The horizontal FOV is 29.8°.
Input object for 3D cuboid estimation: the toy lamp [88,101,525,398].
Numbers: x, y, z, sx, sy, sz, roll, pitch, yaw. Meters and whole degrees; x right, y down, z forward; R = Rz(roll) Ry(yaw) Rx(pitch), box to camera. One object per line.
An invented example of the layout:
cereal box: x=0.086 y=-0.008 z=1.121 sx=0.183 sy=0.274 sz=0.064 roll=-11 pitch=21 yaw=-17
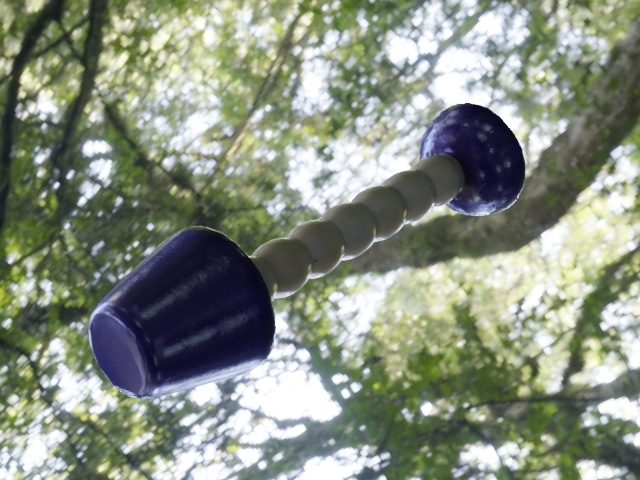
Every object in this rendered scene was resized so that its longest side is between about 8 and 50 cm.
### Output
toy lamp: x=0.000 y=0.000 z=0.629 sx=0.275 sy=0.080 sz=0.080 roll=-30 pitch=-97 yaw=-41
